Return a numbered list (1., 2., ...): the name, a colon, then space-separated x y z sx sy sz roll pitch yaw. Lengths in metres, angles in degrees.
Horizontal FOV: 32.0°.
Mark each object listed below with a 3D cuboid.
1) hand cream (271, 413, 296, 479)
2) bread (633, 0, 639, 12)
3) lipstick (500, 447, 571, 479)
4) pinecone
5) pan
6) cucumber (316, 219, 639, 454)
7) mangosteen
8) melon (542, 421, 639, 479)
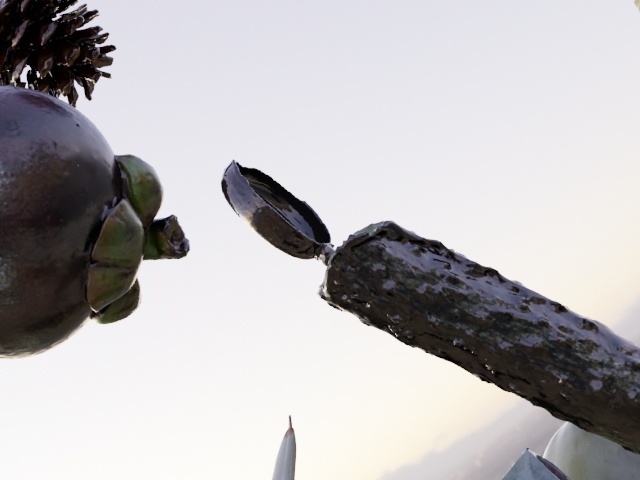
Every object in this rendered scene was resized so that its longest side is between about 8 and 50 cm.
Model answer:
1. hand cream: -0.059 0.381 1.304 0.078 0.340 0.124 6 -28 -1
2. bread: 0.241 -0.093 0.367 0.315 0.248 0.279 -14 36 28
3. lipstick: 0.151 0.345 1.115 0.289 0.076 0.077 -51 -41 6
4. pinecone: -0.383 -0.271 1.562 0.208 0.207 0.208 -34 -13 -9
5. pan: -0.001 0.003 0.969 0.040 0.212 0.115 -56 -12 12
6. cucumber: 0.145 0.073 0.746 0.072 0.303 0.081 -64 0 0
7. mangosteen: -0.315 -0.024 1.199 0.300 0.300 0.300 -34 -13 -9
8. melon: 0.376 0.308 1.244 0.272 0.308 0.272 -39 -10 -8
